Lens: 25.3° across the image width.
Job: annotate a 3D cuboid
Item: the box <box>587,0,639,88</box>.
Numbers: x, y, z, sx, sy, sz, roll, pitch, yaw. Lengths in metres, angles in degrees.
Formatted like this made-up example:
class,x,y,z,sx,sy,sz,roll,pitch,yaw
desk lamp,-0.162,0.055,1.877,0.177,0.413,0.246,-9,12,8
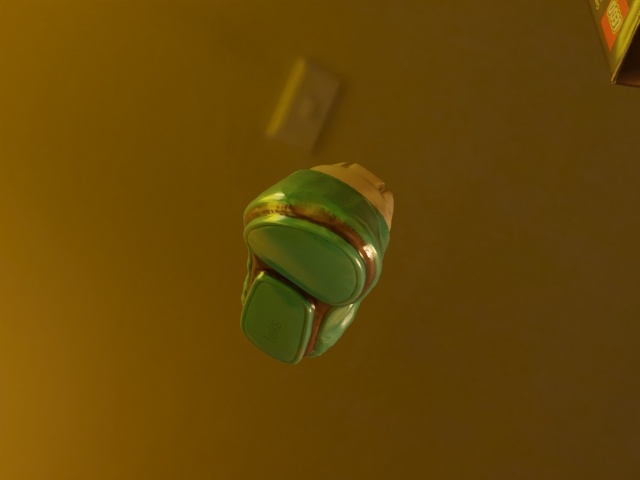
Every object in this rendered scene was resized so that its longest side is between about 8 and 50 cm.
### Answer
class,x,y,z,sx,sy,sz,roll,pitch,yaw
box,0.117,-0.107,0.383,0.114,0.036,0.207,8,42,-11

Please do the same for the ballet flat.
class,x,y,z,sx,sy,sz,roll,pitch,yaw
ballet flat,0.000,0.000,0.832,0.083,0.087,0.247,32,-21,3
